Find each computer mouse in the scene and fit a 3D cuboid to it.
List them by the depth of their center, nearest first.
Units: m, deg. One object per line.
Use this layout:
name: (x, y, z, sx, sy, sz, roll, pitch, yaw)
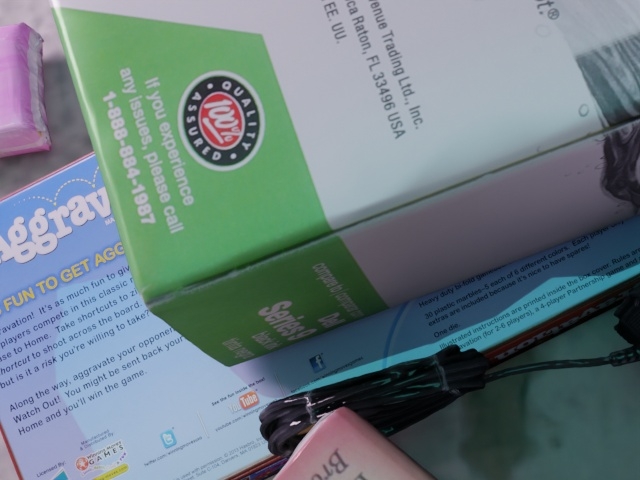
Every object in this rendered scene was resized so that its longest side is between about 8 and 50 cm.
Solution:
computer mouse: (0.094, 0.029, 0.630, 0.242, 0.071, 0.041, -14, 70, 0)

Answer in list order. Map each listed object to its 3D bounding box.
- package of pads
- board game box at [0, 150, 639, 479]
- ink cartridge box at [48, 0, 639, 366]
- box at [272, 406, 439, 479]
package of pads: (-0.152, -0.055, 0.731, 0.083, 0.032, 0.050, -10, 71, 9)
board game box: (0.000, 0.000, 0.687, 0.281, 0.027, 0.145, -26, 72, 3)
ink cartridge box: (0.057, -0.106, 0.627, 0.289, 0.121, 0.211, -20, 72, 5)
box: (0.054, 0.187, 0.570, 0.232, 0.127, 0.148, 38, 85, 19)
